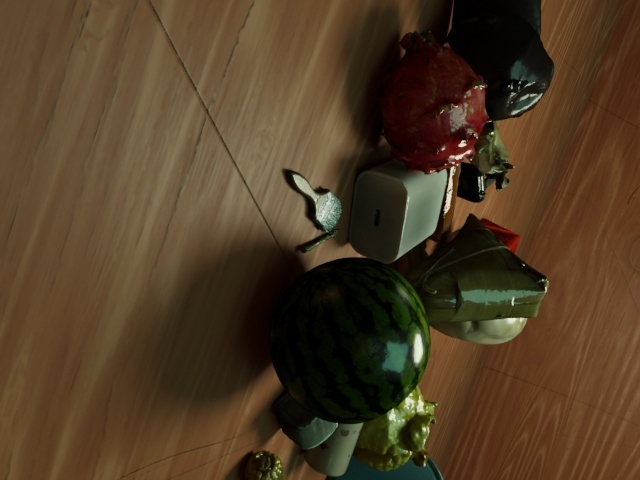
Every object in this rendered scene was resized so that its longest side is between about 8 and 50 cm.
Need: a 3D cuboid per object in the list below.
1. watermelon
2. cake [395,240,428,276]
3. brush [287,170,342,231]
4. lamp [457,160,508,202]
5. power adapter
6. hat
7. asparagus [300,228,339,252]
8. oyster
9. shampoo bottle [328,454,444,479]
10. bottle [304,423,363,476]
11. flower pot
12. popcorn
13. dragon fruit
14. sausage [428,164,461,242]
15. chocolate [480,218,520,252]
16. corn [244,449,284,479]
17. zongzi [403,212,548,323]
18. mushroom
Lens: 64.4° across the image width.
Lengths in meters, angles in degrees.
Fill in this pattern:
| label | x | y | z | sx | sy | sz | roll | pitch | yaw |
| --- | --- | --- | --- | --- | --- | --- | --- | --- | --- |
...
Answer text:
| label | x | y | z | sx | sy | sz | roll | pitch | yaw |
| --- | --- | --- | --- | --- | --- | --- | --- | --- | --- |
| watermelon | 0.052 | 0.169 | 0.885 | 0.285 | 0.285 | 0.285 | -37 | 138 | -43 |
| cake | 0.256 | 0.095 | 1.365 | 0.109 | 0.090 | 0.225 | -25 | 128 | -45 |
| brush | -0.012 | -0.074 | 0.888 | 0.070 | 0.021 | 0.196 | -62 | 147 | -9 |
| lamp | 0.457 | -0.262 | 1.431 | 0.283 | 0.125 | 0.203 | -50 | 136 | -34 |
| power adapter | 0.181 | -0.082 | 1.092 | 0.255 | 0.124 | 0.186 | -29 | 134 | -49 |
| hat | 0.325 | -0.378 | 1.036 | 0.209 | 0.238 | 0.336 | -41 | 126 | -35 |
| asparagus | 0.000 | 0.000 | 0.957 | 0.114 | 0.015 | 0.014 | -31 | 100 | -49 |
| oyster | 0.409 | -0.221 | 1.237 | 0.271 | 0.100 | 0.275 | 37 | 42 | -47 |
| shampoo bottle | 0.214 | 0.782 | 1.499 | 0.331 | 0.331 | 0.342 | -56 | 150 | -21 |
| bottle | 0.046 | 0.432 | 1.219 | 0.110 | 0.110 | 0.233 | 11 | 98 | -60 |
| flower pot | 0.007 | 0.322 | 1.089 | 0.229 | 0.103 | 0.108 | -48 | 144 | -30 |
| popcorn | 0.177 | 0.472 | 1.342 | 0.258 | 0.270 | 0.224 | -32 | 165 | 34 |
| dragon fruit | 0.208 | -0.259 | 0.948 | 0.210 | 0.205 | 0.268 | -102 | -179 | -80 |
| sausage | 0.294 | -0.146 | 1.260 | 0.102 | 0.102 | 0.330 | -38 | 138 | -41 |
| chocolate | 0.569 | 0.128 | 1.815 | 0.341 | 0.162 | 0.360 | -23 | 128 | -55 |
| corn | -0.111 | 0.526 | 1.055 | 0.080 | 0.080 | 0.231 | -37 | 137 | -42 |
| zongzi | 0.304 | 0.064 | 1.327 | 0.448 | 0.418 | 0.181 | -2 | 128 | -14 |
| mushroom | 0.434 | 0.178 | 1.539 | 0.315 | 0.356 | 0.315 | -26 | 145 | -20 |
